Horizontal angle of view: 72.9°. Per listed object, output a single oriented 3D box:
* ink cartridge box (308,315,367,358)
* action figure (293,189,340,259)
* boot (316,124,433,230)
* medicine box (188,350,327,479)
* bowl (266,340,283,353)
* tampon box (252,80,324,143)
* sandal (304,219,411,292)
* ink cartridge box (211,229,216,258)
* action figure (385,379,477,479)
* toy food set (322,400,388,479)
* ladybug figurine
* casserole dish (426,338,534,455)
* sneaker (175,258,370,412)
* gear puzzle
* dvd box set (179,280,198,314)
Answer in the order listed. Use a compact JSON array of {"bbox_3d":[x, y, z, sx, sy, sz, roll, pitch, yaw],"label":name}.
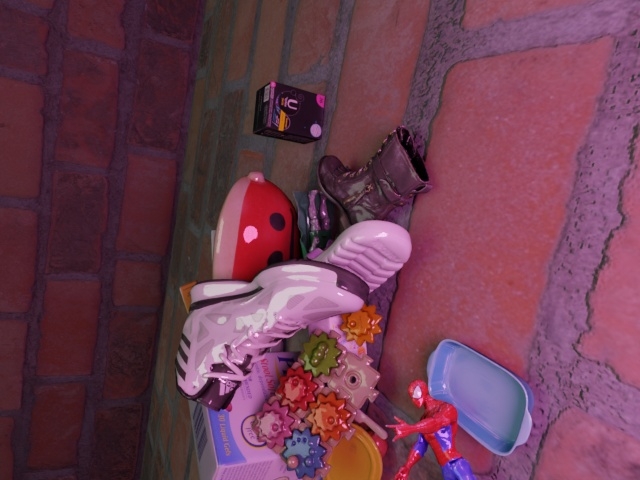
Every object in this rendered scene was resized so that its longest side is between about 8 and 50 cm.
[{"bbox_3d":[0.036,0.218,0.914,0.090,0.092,0.143,-28,61,54],"label":"ink cartridge box"},{"bbox_3d":[0.000,0.000,1.017,0.063,0.137,0.232,-1,92,48],"label":"action figure"},{"bbox_3d":[0.105,-0.139,0.873,0.229,0.091,0.263,-54,51,41],"label":"boot"},{"bbox_3d":[-0.126,0.397,0.966,0.263,0.289,0.149,59,135,47],"label":"medicine box"},{"bbox_3d":[-0.152,0.334,1.268,0.142,0.053,0.142,-7,79,60],"label":"bowl"},{"bbox_3d":[-0.084,-0.337,1.159,0.101,0.161,0.121,7,92,60],"label":"tampon box"},{"bbox_3d":[0.039,0.049,0.888,0.416,0.169,0.102,-33,39,50],"label":"sandal"},{"bbox_3d":[-0.277,0.124,1.396,0.197,0.114,0.273,95,169,-67],"label":"ink cartridge box"},{"bbox_3d":[0.161,0.333,0.587,0.091,0.139,0.280,118,139,-50],"label":"action figure"},{"bbox_3d":[0.078,0.412,0.841,0.128,0.071,0.218,22,108,35],"label":"toy food set"},{"bbox_3d":[-0.150,0.045,1.121,0.305,0.161,0.449,-51,-32,-59],"label":"ladybug figurine"},{"bbox_3d":[0.230,0.218,0.625,0.188,0.037,0.114,27,109,60],"label":"casserole dish"},{"bbox_3d":[-0.110,0.198,0.825,0.447,0.169,0.258,-14,53,36],"label":"sneaker"},{"bbox_3d":[0.013,0.265,0.807,0.175,0.044,0.339,32,85,28],"label":"gear puzzle"},{"bbox_3d":[-0.289,0.360,1.277,0.308,0.062,0.420,86,157,-59],"label":"dvd box set"}]
